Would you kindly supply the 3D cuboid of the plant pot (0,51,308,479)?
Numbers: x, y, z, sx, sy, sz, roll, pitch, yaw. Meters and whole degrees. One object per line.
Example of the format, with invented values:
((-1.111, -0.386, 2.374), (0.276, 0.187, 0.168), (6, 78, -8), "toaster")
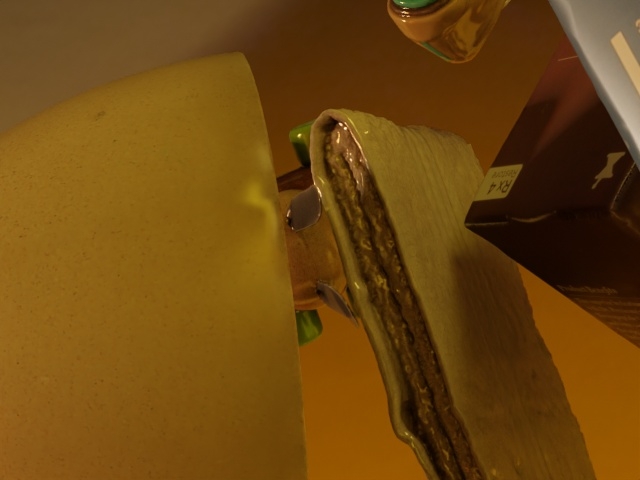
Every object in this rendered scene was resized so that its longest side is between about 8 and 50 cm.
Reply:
((-0.120, 0.057, 0.931), (0.191, 0.284, 0.284), (-6, -62, -8), "plant pot")

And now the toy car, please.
((0.000, 0.000, 1.357), (0.149, 0.188, 0.155), (-21, -82, -7), "toy car")

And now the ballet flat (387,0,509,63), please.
((0.115, -0.212, 1.163), (0.080, 0.232, 0.073), (18, -19, 44), "ballet flat")

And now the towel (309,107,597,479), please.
((0.085, 0.059, 1.127), (0.049, 0.187, 0.282), (-24, -102, 23), "towel")

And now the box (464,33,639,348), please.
((0.229, -0.027, 1.067), (0.203, 0.167, 0.168), (35, -14, -19), "box")

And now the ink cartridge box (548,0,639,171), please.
((0.192, -0.159, 0.756), (0.151, 0.270, 0.395), (-38, -118, 33), "ink cartridge box")
